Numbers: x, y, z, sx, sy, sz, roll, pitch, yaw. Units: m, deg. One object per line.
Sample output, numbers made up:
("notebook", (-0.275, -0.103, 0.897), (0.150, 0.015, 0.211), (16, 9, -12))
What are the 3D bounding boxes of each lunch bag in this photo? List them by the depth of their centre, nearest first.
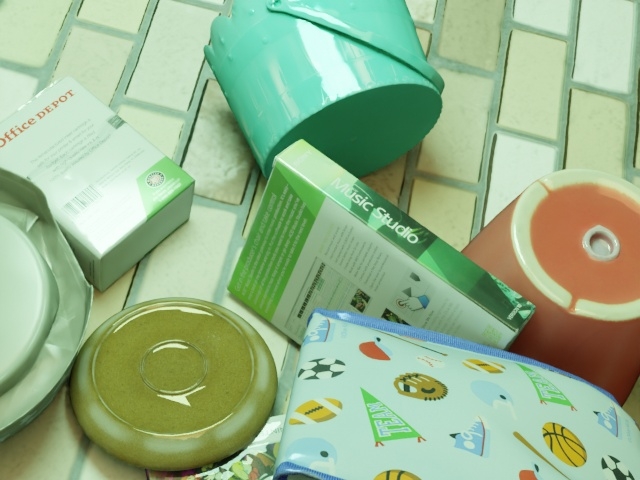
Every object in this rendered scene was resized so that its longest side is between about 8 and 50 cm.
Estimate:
("lunch bag", (0.145, 0.256, 1.116), (0.385, 0.239, 0.328), (10, 25, 0))

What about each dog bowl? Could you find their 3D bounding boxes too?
("dog bowl", (-0.422, 0.080, 1.295), (0.349, 0.102, 0.349), (3, 62, -5))

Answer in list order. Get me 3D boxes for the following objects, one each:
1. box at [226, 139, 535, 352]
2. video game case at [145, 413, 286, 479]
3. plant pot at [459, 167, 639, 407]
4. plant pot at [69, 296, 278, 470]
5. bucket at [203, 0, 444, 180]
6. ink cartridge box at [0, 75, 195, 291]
("box", (0.056, 0.063, 1.328), (0.322, 0.232, 0.058), (36, 46, 11))
("video game case", (-0.070, 0.309, 1.271), (0.210, 0.042, 0.232), (-9, 62, -13))
("plant pot", (0.281, 0.061, 1.364), (0.275, 0.243, 0.275), (5, 58, -8))
("plant pot", (-0.165, 0.150, 1.326), (0.236, 0.032, 0.236), (3, 47, -3))
("bucket", (0.011, -0.200, 1.463), (0.281, 0.281, 0.183), (-16, 69, -19))
("ink cartridge box", (-0.287, -0.073, 1.428), (0.219, 0.092, 0.160), (40, 61, 14))
